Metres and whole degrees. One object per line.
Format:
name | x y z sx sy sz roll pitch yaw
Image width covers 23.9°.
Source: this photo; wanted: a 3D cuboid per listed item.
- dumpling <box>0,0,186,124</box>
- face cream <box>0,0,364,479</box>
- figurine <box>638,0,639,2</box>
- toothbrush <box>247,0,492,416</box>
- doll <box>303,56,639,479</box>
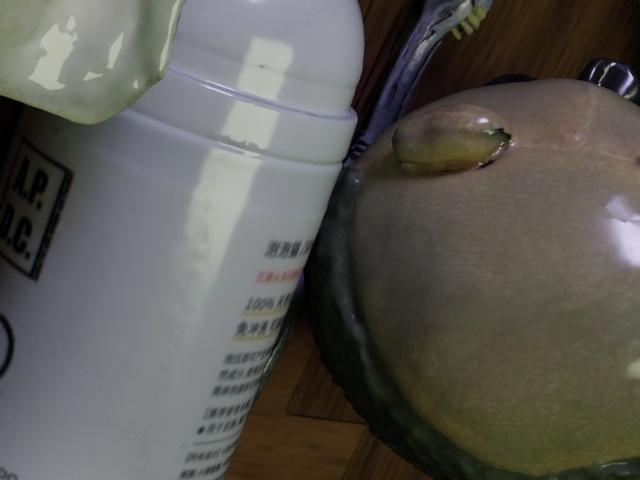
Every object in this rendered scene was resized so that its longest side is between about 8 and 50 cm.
dumpling | -0.149 -0.157 0.530 0.252 0.131 0.179 24 95 -15
face cream | -0.060 -0.053 0.672 0.145 0.145 0.369 6 108 -47
figurine | 0.139 -0.232 0.786 0.246 0.131 0.156 69 41 -58
toothbrush | 0.000 0.000 0.847 0.042 0.035 0.413 29 92 -53
doll | 0.121 0.022 0.804 0.247 0.247 0.349 -55 166 -4
